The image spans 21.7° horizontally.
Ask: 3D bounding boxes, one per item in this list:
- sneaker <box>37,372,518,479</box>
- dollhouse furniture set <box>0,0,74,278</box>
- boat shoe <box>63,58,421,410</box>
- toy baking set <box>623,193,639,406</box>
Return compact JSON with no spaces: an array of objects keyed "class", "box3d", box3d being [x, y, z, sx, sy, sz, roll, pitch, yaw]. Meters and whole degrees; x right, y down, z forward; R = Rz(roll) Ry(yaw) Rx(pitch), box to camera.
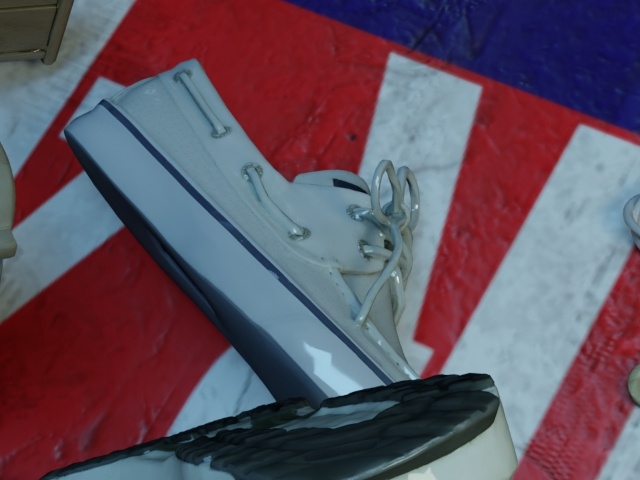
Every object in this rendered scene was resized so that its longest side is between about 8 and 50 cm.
[{"class":"sneaker","box3d":[-0.028,0.176,0.810,0.158,0.410,0.182,-14,87,-21]},{"class":"dollhouse furniture set","box3d":[-0.180,-0.053,1.012,0.174,0.303,0.355,-10,57,-29]},{"class":"boat shoe","box3d":[0.001,0.004,1.013,0.156,0.136,0.367,-37,52,-11]},{"class":"toy baking set","box3d":[0.279,0.027,0.986,0.197,0.030,0.256,-2,63,12]}]
